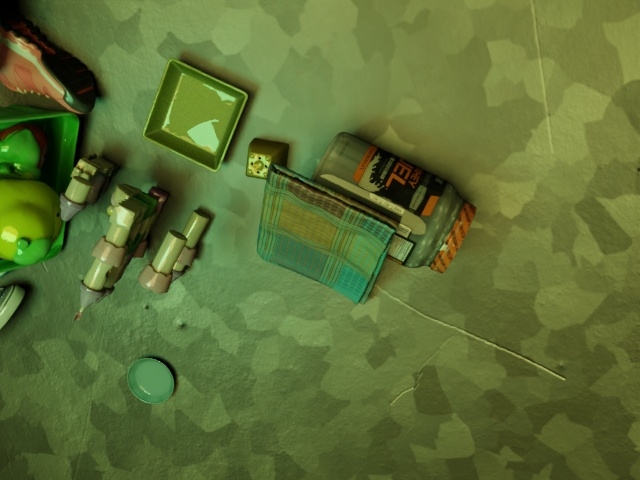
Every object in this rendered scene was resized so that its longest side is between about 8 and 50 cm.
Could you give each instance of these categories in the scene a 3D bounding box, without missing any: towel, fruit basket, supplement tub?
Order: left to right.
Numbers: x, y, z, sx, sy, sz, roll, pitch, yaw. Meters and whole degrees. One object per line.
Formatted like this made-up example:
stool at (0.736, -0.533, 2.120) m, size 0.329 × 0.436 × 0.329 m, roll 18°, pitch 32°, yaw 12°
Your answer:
fruit basket at (-0.628, -0.082, 1.665) m, size 0.392 × 0.283 × 0.391 m, roll 10°, pitch 108°, yaw 33°
towel at (0.000, 0.000, 1.585) m, size 0.272 × 0.370 × 0.040 m, roll 25°, pitch 65°, yaw 5°
supplement tub at (0.137, -0.070, 1.586) m, size 0.316 × 0.193 × 0.193 m, roll 27°, pitch 109°, yaw 3°

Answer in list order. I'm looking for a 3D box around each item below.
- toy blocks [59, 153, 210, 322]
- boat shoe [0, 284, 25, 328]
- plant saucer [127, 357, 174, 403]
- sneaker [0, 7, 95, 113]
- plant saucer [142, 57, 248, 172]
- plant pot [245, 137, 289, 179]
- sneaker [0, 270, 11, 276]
toy blocks at (-0.438, 0.015, 1.677) m, size 0.309 × 0.288 × 0.260 m, roll 29°, pitch 104°, yaw -3°
boat shoe at (-0.872, 0.181, 1.885) m, size 0.341 × 0.127 × 0.158 m, roll -36°, pitch 120°, yaw 19°
plant saucer at (-0.406, 0.335, 1.903) m, size 0.119 × 0.021 × 0.119 m, roll 3°, pitch 106°, yaw 11°
sneaker at (-0.621, -0.366, 1.727) m, size 0.314 × 0.116 × 0.136 m, roll 42°, pitch 119°, yaw 6°
plant saucer at (-0.265, -0.269, 1.695) m, size 0.188 × 0.045 × 0.188 m, roll 26°, pitch 108°, yaw 4°
plant pot at (-0.120, -0.165, 1.672) m, size 0.081 × 0.083 × 0.081 m, roll 11°, pitch 108°, yaw 9°
sneaker at (-0.847, 0.066, 1.891) m, size 0.229 × 0.087 × 0.092 m, roll -8°, pitch 101°, yaw 12°
